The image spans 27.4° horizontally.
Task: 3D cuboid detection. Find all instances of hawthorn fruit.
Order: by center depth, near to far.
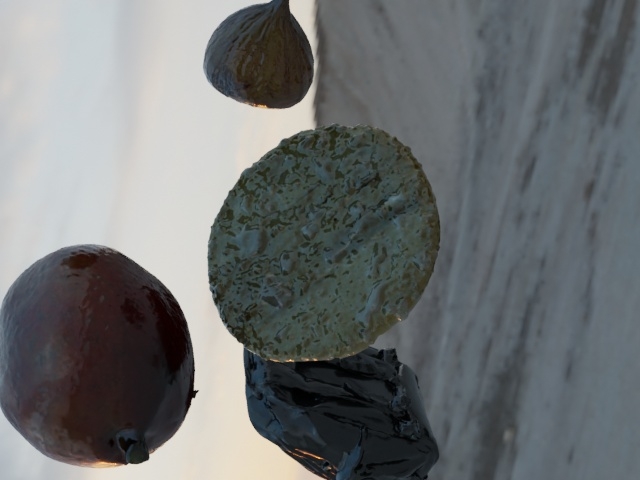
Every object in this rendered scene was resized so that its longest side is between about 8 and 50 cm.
[{"bbox_3d":[-0.176,0.101,1.023,0.188,0.169,0.169,-113,26,-48],"label":"hawthorn fruit"}]

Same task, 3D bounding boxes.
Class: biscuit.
[{"bbox_3d":[0.001,0.001,1.092,0.033,0.219,0.220,46,-126,-56],"label":"biscuit"}]

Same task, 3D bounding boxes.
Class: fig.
[{"bbox_3d":[-0.071,-0.268,1.680,0.134,0.146,0.201,-98,18,-45],"label":"fig"}]

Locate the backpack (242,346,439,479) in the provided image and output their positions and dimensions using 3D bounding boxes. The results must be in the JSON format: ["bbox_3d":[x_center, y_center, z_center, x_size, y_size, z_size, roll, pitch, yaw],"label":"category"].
[{"bbox_3d":[0.019,0.183,1.478,0.133,0.258,0.206,-54,24,27],"label":"backpack"}]
